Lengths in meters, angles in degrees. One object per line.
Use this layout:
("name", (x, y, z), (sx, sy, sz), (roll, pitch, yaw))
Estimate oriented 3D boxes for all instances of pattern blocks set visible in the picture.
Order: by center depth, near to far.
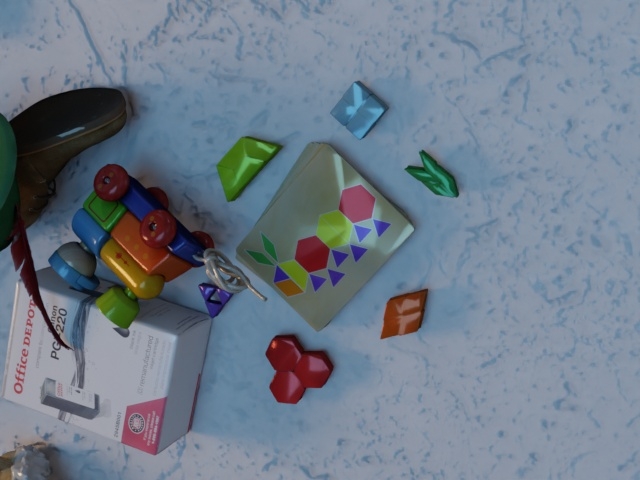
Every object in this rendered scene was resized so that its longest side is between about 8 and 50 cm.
("pattern blocks set", (0.000, 0.000, 1.211), (0.325, 0.026, 0.285), (-39, 86, 22))

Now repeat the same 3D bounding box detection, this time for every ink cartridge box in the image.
("ink cartridge box", (-0.256, 0.137, 1.297), (0.218, 0.092, 0.158), (17, 106, 18))

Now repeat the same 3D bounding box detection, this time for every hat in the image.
("hat", (-0.350, -0.020, 1.240), (0.173, 0.183, 0.208), (21, 83, 38))

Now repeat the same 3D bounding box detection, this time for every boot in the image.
("boot", (-0.338, -0.086, 1.293), (0.305, 0.112, 0.115), (-20, 119, 22))

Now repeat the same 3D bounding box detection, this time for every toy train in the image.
("toy train", (-0.185, 0.040, 1.195), (0.248, 0.105, 0.143), (42, 94, 28))

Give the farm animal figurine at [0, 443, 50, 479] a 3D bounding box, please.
("farm animal figurine", (-0.390, 0.460, 1.321), (0.172, 0.327, 0.330), (26, 106, -32))
